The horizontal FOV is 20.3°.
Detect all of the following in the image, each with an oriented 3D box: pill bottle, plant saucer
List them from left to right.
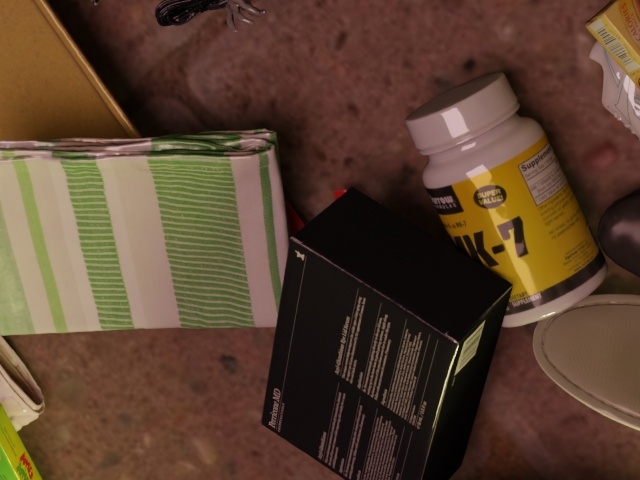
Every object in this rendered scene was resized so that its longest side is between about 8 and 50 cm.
[{"bbox_3d":[-0.344,-0.120,1.776,0.333,0.081,0.333,-31,98,26],"label":"plant saucer"},{"bbox_3d":[0.164,-0.038,1.604,0.119,0.119,0.208,-22,101,26],"label":"pill bottle"}]

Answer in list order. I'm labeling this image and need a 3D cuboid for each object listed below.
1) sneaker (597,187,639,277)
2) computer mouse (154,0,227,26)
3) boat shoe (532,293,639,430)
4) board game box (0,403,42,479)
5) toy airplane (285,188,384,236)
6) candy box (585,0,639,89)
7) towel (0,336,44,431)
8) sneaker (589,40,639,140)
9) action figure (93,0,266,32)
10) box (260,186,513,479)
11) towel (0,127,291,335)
[{"bbox_3d":[0.378,0.028,1.548,0.286,0.130,0.109,16,117,15],"label":"sneaker"},{"bbox_3d":[-0.137,-0.299,1.651,0.106,0.042,0.193,-16,105,25],"label":"computer mouse"},{"bbox_3d":[0.359,0.134,1.611,0.340,0.113,0.127,7,71,8],"label":"boat shoe"},{"bbox_3d":[-0.353,0.261,1.915,0.092,0.043,0.181,-12,125,14],"label":"board game box"},{"bbox_3d":[0.000,0.000,1.729,0.151,0.028,0.151,7,114,16],"label":"toy airplane"},{"bbox_3d":[0.327,-0.150,1.509,0.109,0.053,0.186,-41,93,-10],"label":"candy box"},{"bbox_3d":[-0.505,0.126,1.948,0.332,0.053,0.317,-30,98,26],"label":"towel"},{"bbox_3d":[0.286,-0.118,1.571,0.061,0.054,0.152,-18,96,30],"label":"sneaker"},{"bbox_3d":[-0.081,-0.264,1.557,0.276,0.164,0.141,-11,67,6],"label":"action figure"},{"bbox_3d":[0.055,0.108,1.649,0.184,0.103,0.261,30,138,19],"label":"box"},{"bbox_3d":[-0.189,0.000,1.706,0.325,0.038,0.248,-2,131,7],"label":"towel"}]
